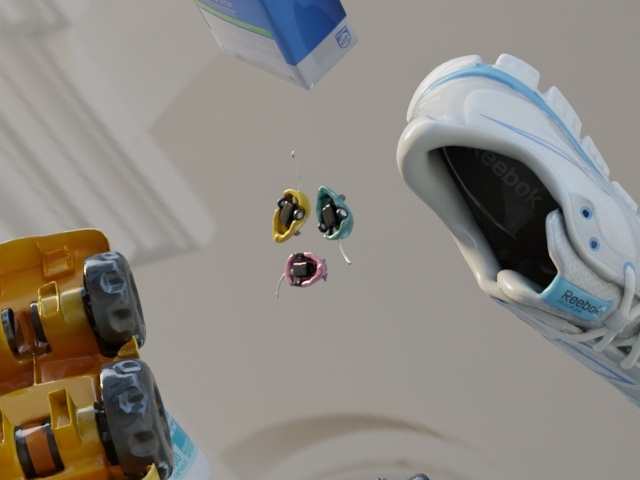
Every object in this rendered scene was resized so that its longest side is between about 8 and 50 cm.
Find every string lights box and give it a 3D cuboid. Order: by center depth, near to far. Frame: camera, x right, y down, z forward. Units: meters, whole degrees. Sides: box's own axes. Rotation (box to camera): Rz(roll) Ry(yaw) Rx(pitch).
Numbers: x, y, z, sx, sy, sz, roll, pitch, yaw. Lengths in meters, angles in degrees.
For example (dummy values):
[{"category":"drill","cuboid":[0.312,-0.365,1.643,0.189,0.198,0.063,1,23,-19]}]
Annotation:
[{"category":"string lights box","cuboid":[-0.076,-0.264,1.466,0.133,0.077,0.259,29,-23,41]}]

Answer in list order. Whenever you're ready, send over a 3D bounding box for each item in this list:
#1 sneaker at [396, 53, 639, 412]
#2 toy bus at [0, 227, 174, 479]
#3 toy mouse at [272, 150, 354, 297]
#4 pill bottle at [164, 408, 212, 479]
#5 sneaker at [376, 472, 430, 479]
[{"category":"sneaker","cuboid":[0.095,0.019,0.546,0.191,0.083,0.071,39,-66,3]},{"category":"toy bus","cuboid":[-0.161,0.134,1.056,0.149,0.220,0.211,-17,-42,0]},{"category":"toy mouse","cuboid":[0.000,0.000,1.804,0.143,0.031,0.161,27,-76,46]},{"category":"pill bottle","cuboid":[-0.234,0.169,1.556,0.146,0.146,0.264,-24,-70,46]},{"category":"sneaker","cuboid":[0.037,0.302,1.635,0.109,0.130,0.286,48,-30,-9]}]
